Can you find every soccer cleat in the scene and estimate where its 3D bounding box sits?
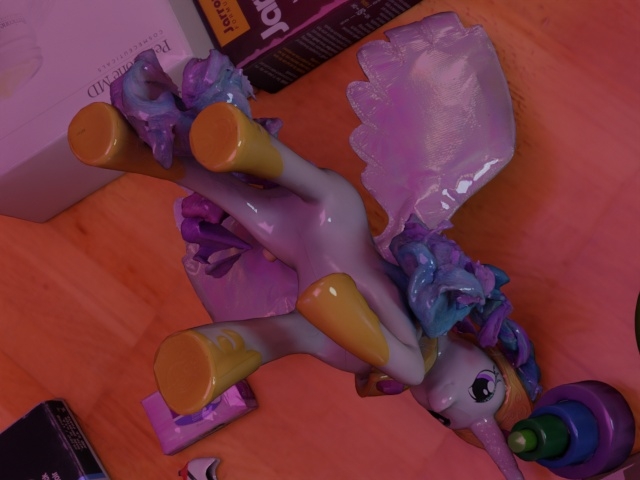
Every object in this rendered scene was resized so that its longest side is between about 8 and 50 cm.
[{"bbox_3d":[-0.084,0.207,1.225,0.035,0.029,0.083,-21,73,21],"label":"soccer cleat"}]

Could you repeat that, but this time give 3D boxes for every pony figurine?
[{"bbox_3d":[0.000,0.000,1.085,0.303,0.363,0.351,-38,57,20],"label":"pony figurine"}]

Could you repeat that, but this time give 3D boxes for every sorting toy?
[{"bbox_3d":[0.246,0.042,0.978,0.365,0.126,0.127,-43,66,31],"label":"sorting toy"}]

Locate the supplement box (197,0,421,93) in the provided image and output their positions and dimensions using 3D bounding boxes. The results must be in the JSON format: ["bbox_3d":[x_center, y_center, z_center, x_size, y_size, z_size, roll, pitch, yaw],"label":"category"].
[{"bbox_3d":[0.003,-0.208,1.211,0.188,0.081,0.104,-31,75,15],"label":"supplement box"}]

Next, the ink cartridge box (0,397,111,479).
[{"bbox_3d":[-0.240,0.267,1.267,0.208,0.045,0.206,-38,73,14],"label":"ink cartridge box"}]

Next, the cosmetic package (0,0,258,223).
[{"bbox_3d":[-0.208,-0.167,1.255,0.224,0.138,0.225,-30,76,15],"label":"cosmetic package"}]

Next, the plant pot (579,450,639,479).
[{"bbox_3d":[0.241,0.299,0.975,0.323,0.323,0.280,-29,92,15],"label":"plant pot"}]

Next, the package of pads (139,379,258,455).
[{"bbox_3d":[-0.095,0.127,1.236,0.083,0.032,0.050,-31,76,14],"label":"package of pads"}]
